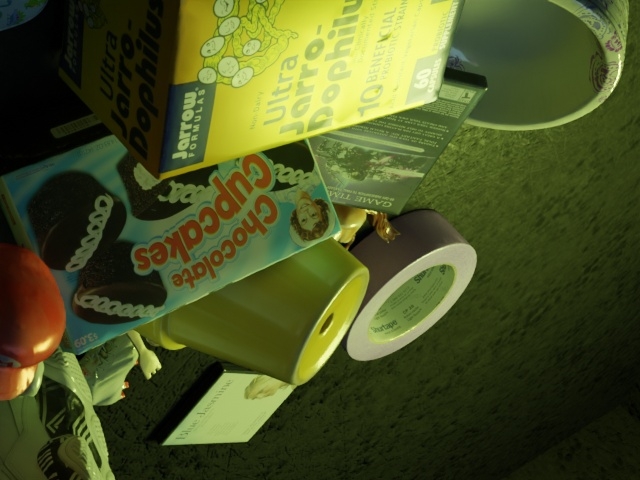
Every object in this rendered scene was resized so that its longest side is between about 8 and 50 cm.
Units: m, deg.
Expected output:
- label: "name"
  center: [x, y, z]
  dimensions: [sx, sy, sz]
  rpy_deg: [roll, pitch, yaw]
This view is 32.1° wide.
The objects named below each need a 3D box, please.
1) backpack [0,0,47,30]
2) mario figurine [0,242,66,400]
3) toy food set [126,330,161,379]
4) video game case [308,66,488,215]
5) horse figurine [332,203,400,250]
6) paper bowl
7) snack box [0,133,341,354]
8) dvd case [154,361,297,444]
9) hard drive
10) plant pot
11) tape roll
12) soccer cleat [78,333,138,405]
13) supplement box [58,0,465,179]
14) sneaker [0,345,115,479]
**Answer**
- label: "backpack"
  center: [-0.272, -0.231, 0.934]
  dimensions: [0.114, 0.084, 0.105]
  rpy_deg: [-29, 153, -27]
- label: "mario figurine"
  center: [-0.353, 0.112, 1.046]
  dimensions: [0.198, 0.170, 0.320]
  rpy_deg: [-33, -167, -37]
- label: "toy food set"
  center: [-0.193, 0.080, 1.487]
  dimensions: [0.192, 0.038, 0.132]
  rpy_deg: [-39, 121, -30]
- label: "video game case"
  center: [0.062, -0.132, 1.401]
  dimensions: [0.196, 0.026, 0.274]
  rpy_deg: [10, 145, -17]
- label: "horse figurine"
  center: [0.000, 0.000, 1.630]
  dimensions: [0.263, 0.066, 0.174]
  rpy_deg: [-26, 155, -21]
- label: "paper bowl"
  center: [0.226, -0.270, 1.338]
  dimensions: [0.284, 0.284, 0.148]
  rpy_deg: [77, 25, -59]
- label: "snack box"
  center: [-0.148, -0.034, 1.141]
  dimensions: [0.322, 0.187, 0.060]
  rpy_deg: [-25, -170, -27]
- label: "dvd case"
  center: [-0.148, 0.280, 1.898]
  dimensions: [0.180, 0.022, 0.253]
  rpy_deg: [-49, 151, 16]
- label: "hard drive"
  center: [-0.310, -0.001, 1.243]
  dimensions: [0.237, 0.064, 0.339]
  rpy_deg: [-26, 148, -26]
- label: "plant pot"
  center: [-0.084, 0.045, 1.326]
  dimensions: [0.254, 0.239, 0.254]
  rpy_deg: [-53, 164, -22]
- label: "tape roll"
  center: [0.130, 0.078, 1.878]
  dimensions: [0.275, 0.090, 0.275]
  rpy_deg: [-30, 152, -18]
- label: "soccer cleat"
  center: [-0.290, 0.161, 1.505]
  dimensions: [0.076, 0.068, 0.196]
  rpy_deg: [-8, 139, -31]
- label: "supplement box"
  center: [-0.048, -0.227, 1.079]
  dimensions: [0.356, 0.195, 0.194]
  rpy_deg: [-20, 139, -34]
- label: "sneaker"
  center: [-0.331, 0.253, 1.161]
  dimensions: [0.210, 0.366, 0.137]
  rpy_deg: [-24, 133, -6]
